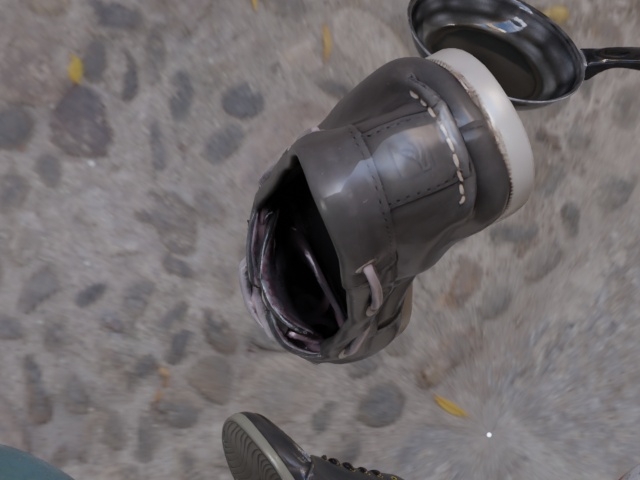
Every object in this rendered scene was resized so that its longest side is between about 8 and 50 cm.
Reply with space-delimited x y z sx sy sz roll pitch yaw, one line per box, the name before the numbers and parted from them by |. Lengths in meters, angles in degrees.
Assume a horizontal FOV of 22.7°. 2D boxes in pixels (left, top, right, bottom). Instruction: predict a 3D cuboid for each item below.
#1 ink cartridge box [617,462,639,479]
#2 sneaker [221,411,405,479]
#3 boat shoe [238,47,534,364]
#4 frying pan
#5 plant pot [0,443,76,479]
ink cartridge box | 0.289 0.260 1.522 0.232 0.189 0.066 3 112 25
sneaker | 0.005 0.242 1.585 0.222 0.083 0.118 49 51 7
boat shoe | 0.000 0.000 0.793 0.095 0.335 0.112 -24 80 -19
frying pan | 0.229 -0.210 1.690 0.326 0.053 0.197 -12 51 -37
plant pot | -0.216 0.236 0.952 0.290 0.290 0.195 26 54 8
